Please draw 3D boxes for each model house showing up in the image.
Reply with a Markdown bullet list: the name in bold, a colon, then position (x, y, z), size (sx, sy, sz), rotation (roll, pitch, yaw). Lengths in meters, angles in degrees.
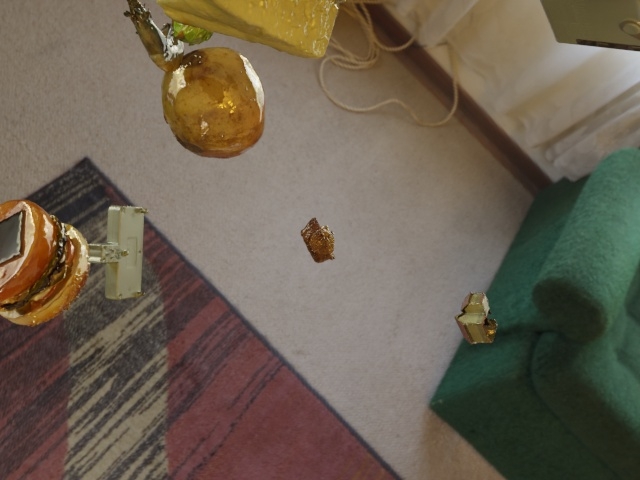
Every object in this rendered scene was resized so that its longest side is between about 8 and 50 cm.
- **model house**: position (0.273, 0.139, 1.081), size (0.083, 0.058, 0.057), rotation (57, 44, -30)

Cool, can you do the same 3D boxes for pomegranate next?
- **pomegranate**: position (-0.263, -0.338, 1.501), size (0.281, 0.281, 0.281), rotation (15, 59, -25)

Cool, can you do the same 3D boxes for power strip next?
- **power strip**: position (-0.458, 0.029, 1.373), size (0.145, 0.061, 0.216), rotation (-3, 95, -68)

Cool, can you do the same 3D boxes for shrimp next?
- **shrimp**: position (-0.345, -0.461, 1.285), size (0.051, 0.217, 0.150), rotation (6, 67, 17)

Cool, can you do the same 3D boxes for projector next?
- **projector**: position (0.525, -0.443, 1.059), size (0.177, 0.242, 0.163), rotation (31, 85, -51)

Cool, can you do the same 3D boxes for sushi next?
- **sushi**: position (0.001, 0.003, 1.161), size (0.060, 0.118, 0.061), rotation (-26, 58, -1)

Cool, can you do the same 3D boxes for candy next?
- **candy**: position (-0.158, -0.433, 1.116), size (0.073, 0.262, 0.077), rotation (52, 26, -47)

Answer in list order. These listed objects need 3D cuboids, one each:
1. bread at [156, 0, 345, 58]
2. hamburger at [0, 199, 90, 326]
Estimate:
- **bread**: position (-0.075, -0.408, 0.843), size (0.236, 0.198, 0.264), rotation (9, 100, -40)
- **hamburger**: position (-0.688, 0.056, 1.435), size (0.225, 0.291, 0.291), rotation (50, 37, -51)
